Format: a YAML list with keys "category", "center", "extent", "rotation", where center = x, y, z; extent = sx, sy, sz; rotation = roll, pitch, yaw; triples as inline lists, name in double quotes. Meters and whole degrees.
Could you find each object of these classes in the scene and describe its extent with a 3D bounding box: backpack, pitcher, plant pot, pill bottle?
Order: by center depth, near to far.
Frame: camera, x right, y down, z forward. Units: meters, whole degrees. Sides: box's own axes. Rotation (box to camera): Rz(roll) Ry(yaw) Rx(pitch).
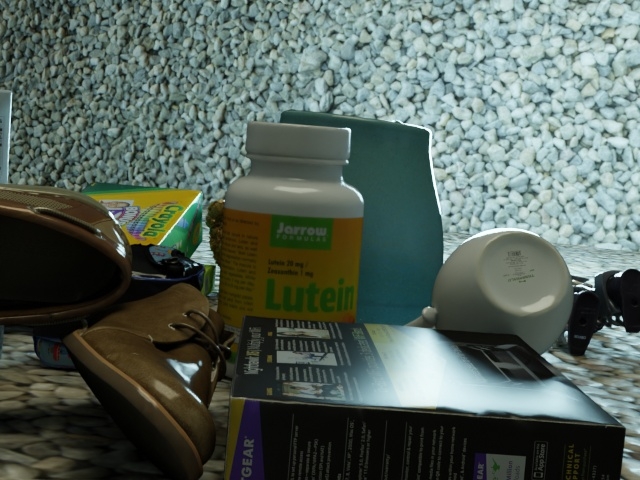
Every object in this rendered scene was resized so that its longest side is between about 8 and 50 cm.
- category: "pitcher"
  center: [0.138, 0.075, 1.058]
  extent: [0.178, 0.125, 0.207]
  rotation: [-12, -21, -14]
- category: "pill bottle"
  center: [-0.029, 0.010, 1.078]
  extent: [0.136, 0.245, 0.136]
  rotation: [4, 5, 0]
- category: "backpack"
  center: [-0.195, 0.060, 1.109]
  extent: [0.158, 0.116, 0.173]
  rotation: [4, 6, 4]
- category: "plant pot"
  center: [0.027, -0.020, 1.319]
  extent: [0.272, 0.255, 0.271]
  rotation: [8, 5, -1]

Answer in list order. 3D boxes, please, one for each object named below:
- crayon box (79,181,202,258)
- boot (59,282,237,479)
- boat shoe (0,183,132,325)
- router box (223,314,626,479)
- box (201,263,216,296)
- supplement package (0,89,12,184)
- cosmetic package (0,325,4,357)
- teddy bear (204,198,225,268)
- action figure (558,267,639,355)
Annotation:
- category: "crayon box"
  center: [-0.268, 0.006, 1.458]
  extent: [0.165, 0.081, 0.278]
  rotation: [5, 21, 7]
- category: "boot"
  center: [-0.112, 0.084, 0.795]
  extent: [0.115, 0.112, 0.305]
  rotation: [-32, 15, -12]
- category: "boat shoe"
  center: [-0.288, 0.006, 0.798]
  extent: [0.324, 0.123, 0.116]
  rotation: [-1, 15, -27]
- category: "router box"
  center: [0.056, 0.125, 0.811]
  extent: [0.243, 0.081, 0.309]
  rotation: [5, 5, -2]
- category: "box"
  center: [-0.243, 0.051, 1.551]
  extent: [0.178, 0.042, 0.109]
  rotation: [4, 5, 3]
- category: "supplement package"
  center: [-0.502, -0.054, 1.294]
  extent: [0.199, 0.262, 0.198]
  rotation: [9, 7, 44]
- category: "cosmetic package"
  center: [-0.338, 0.083, 0.942]
  extent: [0.117, 0.085, 0.231]
  rotation: [4, 4, -12]
- category: "teddy bear"
  center: [0.000, 0.000, 1.527]
  extent: [0.338, 0.113, 0.245]
  rotation: [2, -36, 6]
- category: "action figure"
  center: [0.309, 0.080, 1.450]
  extent: [0.185, 0.099, 0.285]
  rotation: [-4, 3, -11]
